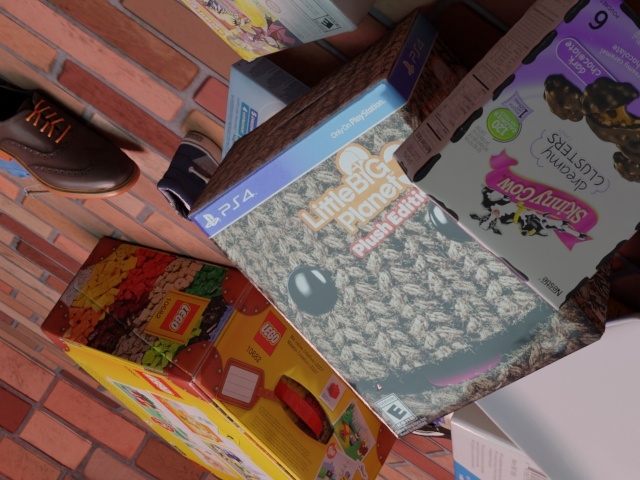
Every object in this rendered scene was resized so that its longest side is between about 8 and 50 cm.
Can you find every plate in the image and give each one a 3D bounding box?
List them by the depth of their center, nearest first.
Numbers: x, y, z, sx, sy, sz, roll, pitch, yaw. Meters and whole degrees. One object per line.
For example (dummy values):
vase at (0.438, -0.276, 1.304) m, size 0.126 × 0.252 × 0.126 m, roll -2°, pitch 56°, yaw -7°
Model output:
plate at (0.290, 0.171, 1.215) m, size 0.277 × 0.045 × 0.278 m, roll 47°, pitch 146°, yaw -18°

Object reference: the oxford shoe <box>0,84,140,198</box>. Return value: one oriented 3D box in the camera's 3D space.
oxford shoe at (-0.363, -0.135, 1.685) m, size 0.271 × 0.097 × 0.098 m, roll 21°, pitch 149°, yaw 19°

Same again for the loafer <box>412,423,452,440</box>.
loafer at (0.182, 0.242, 1.839) m, size 0.220 × 0.080 × 0.078 m, roll 13°, pitch 144°, yaw 27°

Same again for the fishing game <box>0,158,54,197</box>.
fishing game at (-0.479, -0.154, 1.872) m, size 0.189 × 0.041 × 0.264 m, roll -5°, pitch 140°, yaw 50°

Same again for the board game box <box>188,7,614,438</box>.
board game box at (0.077, -0.007, 1.116) m, size 0.232 × 0.141 × 0.291 m, roll -33°, pitch 108°, yaw 31°

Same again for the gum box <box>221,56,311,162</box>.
gum box at (-0.018, -0.078, 1.272) m, size 0.184 × 0.041 × 0.157 m, roll 37°, pitch 141°, yaw 23°

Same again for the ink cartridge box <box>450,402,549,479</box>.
ink cartridge box at (0.369, 0.280, 1.529) m, size 0.395 × 0.166 × 0.285 m, roll 24°, pitch 158°, yaw 18°

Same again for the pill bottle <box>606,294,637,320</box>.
pill bottle at (0.334, 0.159, 1.333) m, size 0.245 × 0.136 × 0.136 m, roll 34°, pitch 159°, yaw 0°

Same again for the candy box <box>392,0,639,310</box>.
candy box at (0.181, -0.074, 0.943) m, size 0.165 × 0.196 × 0.070 m, roll 39°, pitch -169°, yaw -21°

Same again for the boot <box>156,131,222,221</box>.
boot at (-0.133, -0.045, 1.584) m, size 0.069 × 0.086 × 0.190 m, roll 10°, pitch 151°, yaw 43°

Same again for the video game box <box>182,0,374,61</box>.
video game box at (-0.078, -0.250, 1.107) m, size 0.205 × 0.048 × 0.187 m, roll 42°, pitch 154°, yaw -26°

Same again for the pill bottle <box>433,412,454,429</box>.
pill bottle at (0.130, 0.177, 1.697) m, size 0.186 × 0.112 × 0.112 m, roll 18°, pitch 156°, yaw 31°

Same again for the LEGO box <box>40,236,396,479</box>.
LEGO box at (-0.160, 0.238, 2.103) m, size 0.372 × 0.193 × 0.500 m, roll 12°, pitch 152°, yaw 40°
